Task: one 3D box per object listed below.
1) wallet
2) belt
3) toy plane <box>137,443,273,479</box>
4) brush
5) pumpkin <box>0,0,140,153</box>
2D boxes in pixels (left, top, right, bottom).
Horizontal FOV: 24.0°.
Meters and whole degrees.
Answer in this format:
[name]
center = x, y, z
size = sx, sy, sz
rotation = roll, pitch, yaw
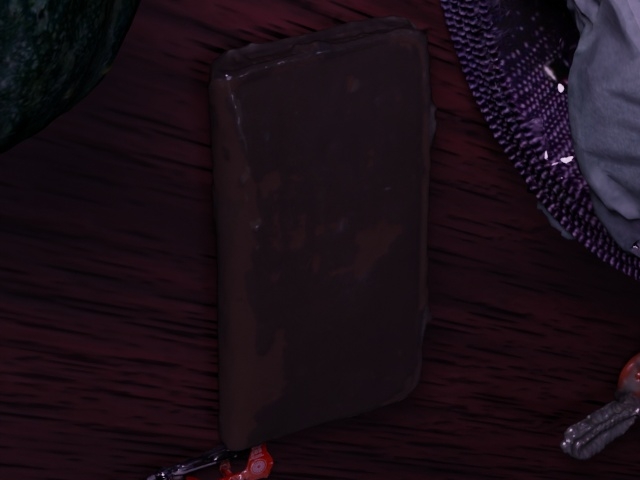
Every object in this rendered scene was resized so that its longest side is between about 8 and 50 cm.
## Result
[wallet]
center = 0.000, 0.000, 1.030
size = 0.165, 0.042, 0.310
rotation = -18, 126, -24
[belt]
center = 0.180, -0.120, 0.929
size = 0.122, 0.260, 0.325
rotation = -31, 131, -13
[toy plane]
center = -0.099, 0.183, 1.083
size = 0.145, 0.037, 0.060
rotation = -16, 117, -22
[brush]
center = 0.339, 0.105, 1.346
size = 0.323, 0.051, 0.070
rotation = -28, 138, -23
[pumpkin]
center = -0.168, -0.156, 0.601
size = 0.196, 0.293, 0.263
rotation = 2, 114, 6
